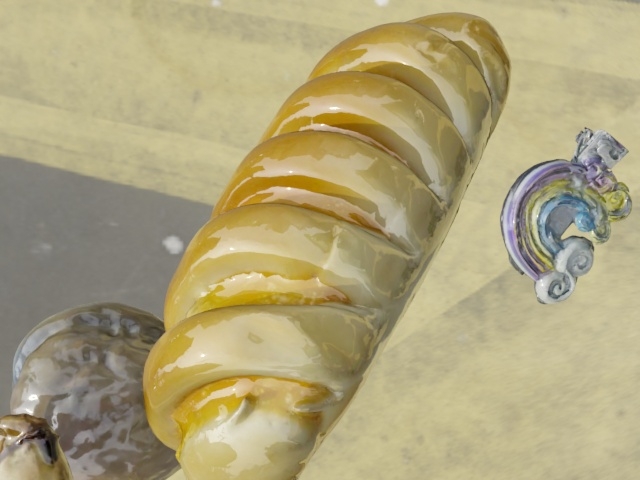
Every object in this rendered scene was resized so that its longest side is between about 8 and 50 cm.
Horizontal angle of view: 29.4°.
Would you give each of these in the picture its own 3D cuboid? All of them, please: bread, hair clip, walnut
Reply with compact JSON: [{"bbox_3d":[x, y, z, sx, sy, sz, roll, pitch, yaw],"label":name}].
[{"bbox_3d":[0.000,0.000,0.675,0.121,0.311,0.173,30,143,1],"label":"bread"},{"bbox_3d":[0.234,-0.029,1.182,0.116,0.049,0.172,33,91,-11],"label":"hair clip"},{"bbox_3d":[-0.249,0.192,1.424,0.248,0.248,0.248,-1,88,26],"label":"walnut"}]

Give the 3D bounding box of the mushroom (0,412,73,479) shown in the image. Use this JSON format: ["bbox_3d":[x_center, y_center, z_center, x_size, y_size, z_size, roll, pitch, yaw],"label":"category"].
[{"bbox_3d":[-0.076,0.260,0.764,0.302,0.208,0.233,38,118,46],"label":"mushroom"}]
